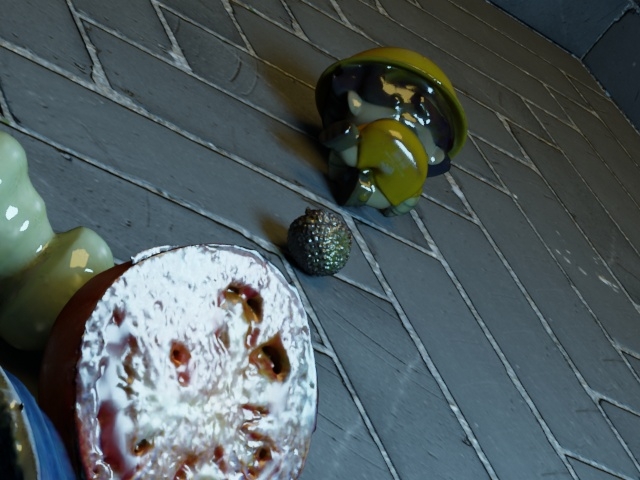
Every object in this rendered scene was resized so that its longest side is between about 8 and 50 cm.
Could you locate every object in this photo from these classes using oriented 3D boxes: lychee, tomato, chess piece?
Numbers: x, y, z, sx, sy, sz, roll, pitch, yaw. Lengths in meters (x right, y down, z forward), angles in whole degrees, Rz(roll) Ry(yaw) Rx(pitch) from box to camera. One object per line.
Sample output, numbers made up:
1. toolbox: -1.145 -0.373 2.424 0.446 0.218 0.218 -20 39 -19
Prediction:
1. lychee: 0.000 0.000 1.844 0.067 0.068 0.083 0 55 -18
2. tomato: -0.103 0.106 1.262 0.225 0.225 0.085 26 -19 -36
3. chess piece: -0.211 0.022 1.320 0.243 0.133 0.133 43 18 -11

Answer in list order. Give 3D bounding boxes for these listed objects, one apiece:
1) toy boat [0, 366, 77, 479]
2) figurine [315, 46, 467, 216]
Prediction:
1. toy boat: -0.206 0.153 0.999 0.142 0.129 0.309 41 22 -43
2. figurine: 0.085 -0.132 2.154 0.192 0.167 0.257 48 17 -21
